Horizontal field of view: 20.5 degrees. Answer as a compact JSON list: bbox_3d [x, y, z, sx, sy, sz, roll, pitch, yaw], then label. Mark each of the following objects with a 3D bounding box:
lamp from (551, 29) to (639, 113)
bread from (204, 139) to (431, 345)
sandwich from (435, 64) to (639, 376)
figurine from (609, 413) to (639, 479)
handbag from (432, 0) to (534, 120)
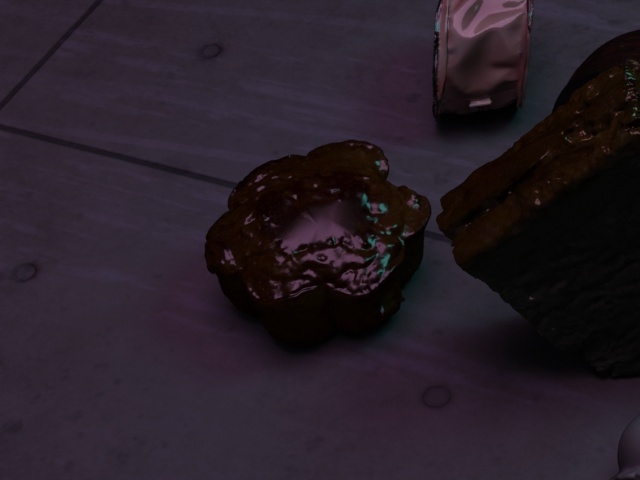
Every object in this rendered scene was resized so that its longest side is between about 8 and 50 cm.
[{"bbox_3d":[0.373,-0.117,1.968,0.247,0.247,0.247,-7,43,6],"label":"lamp"},{"bbox_3d":[0.000,0.009,1.976,0.247,0.135,0.232,-27,45,-16],"label":"bread"},{"bbox_3d":[0.315,0.001,1.808,0.262,0.325,0.131,-37,35,26],"label":"sandwich"},{"bbox_3d":[0.362,0.177,1.718,0.271,0.143,0.143,-21,43,-12],"label":"figurine"},{"bbox_3d":[0.200,-0.249,2.179,0.116,0.179,0.205,3,50,5],"label":"handbag"}]
